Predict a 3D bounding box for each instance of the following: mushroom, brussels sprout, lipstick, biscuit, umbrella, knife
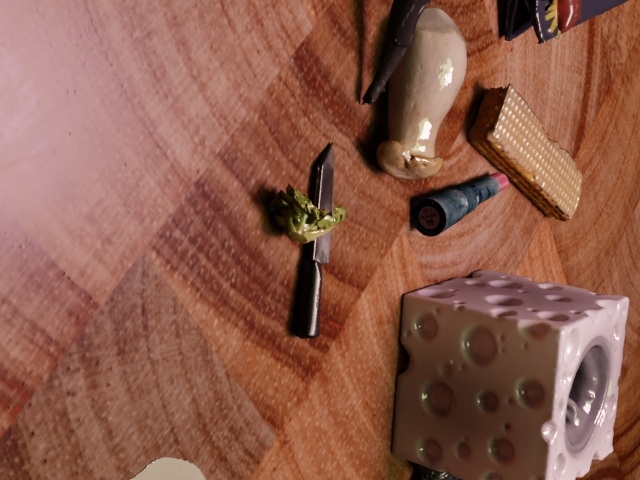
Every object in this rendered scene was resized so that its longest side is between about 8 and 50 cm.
[{"bbox_3d":[0.124,-0.180,1.209,0.097,0.088,0.213,15,91,-69],"label":"mushroom"},{"bbox_3d":[-0.019,-0.028,1.071,0.058,0.085,0.085,-62,142,-18],"label":"brussels sprout"},{"bbox_3d":[0.210,-0.061,1.395,0.234,0.053,0.053,-24,118,-51],"label":"lipstick"},{"bbox_3d":[0.329,-0.127,1.539,0.378,0.054,0.094,29,76,-54],"label":"biscuit"},{"bbox_3d":[0.196,0.378,1.489,0.071,0.080,0.224,-33,127,0],"label":"umbrella"},{"bbox_3d":[0.000,0.000,1.149,0.060,0.028,0.231,-2,98,-66],"label":"knife"}]

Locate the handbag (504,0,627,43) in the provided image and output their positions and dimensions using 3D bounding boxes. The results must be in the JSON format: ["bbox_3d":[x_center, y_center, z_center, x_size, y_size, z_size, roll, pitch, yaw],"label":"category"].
[{"bbox_3d":[0.365,-0.473,1.442,0.329,0.122,0.303,-35,127,-43],"label":"handbag"}]

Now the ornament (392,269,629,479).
[{"bbox_3d":[0.268,0.191,1.383,0.239,0.239,0.239,-12,110,-53],"label":"ornament"}]

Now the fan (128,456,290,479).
[{"bbox_3d":[-0.126,0.303,1.062,0.310,0.010,0.182,-10,107,-52],"label":"fan"}]

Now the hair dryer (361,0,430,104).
[{"bbox_3d":[0.086,-0.313,1.088,0.303,0.120,0.359,13,117,-19],"label":"hair dryer"}]
